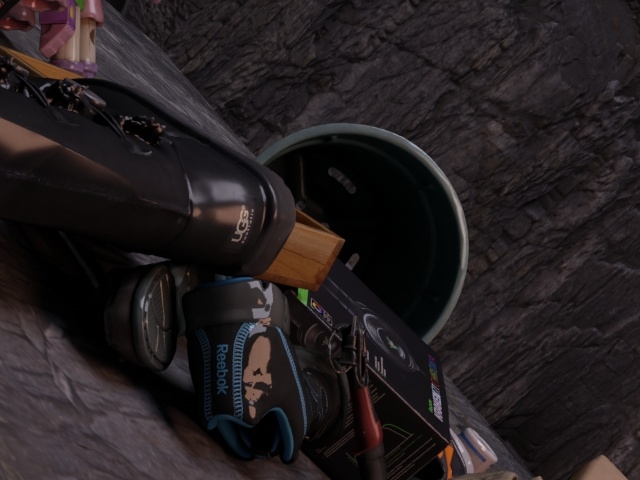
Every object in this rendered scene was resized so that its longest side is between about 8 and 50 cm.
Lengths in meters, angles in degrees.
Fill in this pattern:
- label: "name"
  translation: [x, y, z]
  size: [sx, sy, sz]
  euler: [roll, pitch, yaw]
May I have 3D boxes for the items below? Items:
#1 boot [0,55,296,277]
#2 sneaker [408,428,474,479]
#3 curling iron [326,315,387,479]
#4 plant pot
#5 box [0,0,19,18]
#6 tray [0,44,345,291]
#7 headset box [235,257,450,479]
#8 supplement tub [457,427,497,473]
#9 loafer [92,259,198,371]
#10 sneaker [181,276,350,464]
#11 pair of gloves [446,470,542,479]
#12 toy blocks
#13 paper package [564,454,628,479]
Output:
- label: "boot"
  translation: [-0.281, -0.092, 1.001]
  size: [0.367, 0.146, 0.445]
  euler: [18, 4, 34]
- label: "sneaker"
  translation: [0.095, 0.227, 1.732]
  size: [0.321, 0.124, 0.180]
  euler: [50, 4, 28]
- label: "curling iron"
  translation: [0.043, 0.209, 1.248]
  size: [0.068, 0.035, 0.273]
  euler: [-46, 130, -65]
- label: "plant pot"
  translation: [0.000, 0.000, 1.751]
  size: [0.341, 0.341, 0.334]
  euler: [46, -3, -12]
- label: "box"
  translation: [-0.401, -0.383, 1.361]
  size: [0.073, 0.295, 0.293]
  euler: [52, 7, 27]
- label: "tray"
  translation: [-0.186, -0.081, 1.342]
  size: [0.411, 0.076, 0.203]
  euler: [35, 10, 34]
- label: "headset box"
  translation: [0.008, 0.134, 1.462]
  size: [0.283, 0.131, 0.246]
  euler: [44, 15, -11]
- label: "supplement tub"
  translation: [0.212, 0.347, 1.877]
  size: [0.071, 0.107, 0.071]
  euler: [47, 5, -5]
- label: "loafer"
  translation: [-0.171, 0.065, 1.124]
  size: [0.267, 0.084, 0.096]
  euler: [-55, 144, -84]
- label: "sneaker"
  translation: [-0.056, 0.161, 1.195]
  size: [0.341, 0.125, 0.139]
  euler: [54, 30, -59]
- label: "pair of gloves"
  translation: [0.178, 0.318, 1.452]
  size: [0.240, 0.204, 0.042]
  euler: [12, 69, -85]
- label: "toy blocks"
  translation: [-0.344, -0.325, 1.707]
  size: [0.288, 0.309, 0.260]
  euler: [67, 23, -82]
- label: "paper package"
  translation: [0.353, 0.452, 1.453]
  size: [0.309, 0.168, 0.325]
  euler: [48, 22, 11]
